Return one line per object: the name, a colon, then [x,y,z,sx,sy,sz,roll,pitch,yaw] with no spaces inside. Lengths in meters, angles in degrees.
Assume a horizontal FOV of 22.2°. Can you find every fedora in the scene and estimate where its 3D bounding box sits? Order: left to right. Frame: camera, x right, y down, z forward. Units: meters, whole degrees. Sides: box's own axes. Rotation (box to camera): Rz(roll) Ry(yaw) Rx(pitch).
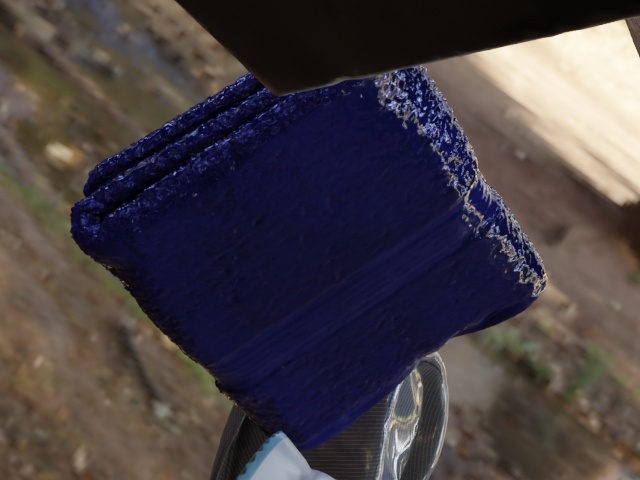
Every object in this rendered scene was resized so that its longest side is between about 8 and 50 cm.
fedora: [0.019,0.168,1.332,0.124,0.275,0.244,23,9,24]

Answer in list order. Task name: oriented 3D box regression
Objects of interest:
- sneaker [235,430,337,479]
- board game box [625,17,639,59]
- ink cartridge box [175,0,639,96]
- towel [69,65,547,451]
sneaker: [-0.030,0.160,0.518,0.092,0.087,0.228,36,44,0]
board game box: [0.261,-0.211,0.872,0.141,0.232,0.291,-107,170,-56]
ink cartridge box: [0.038,-0.129,0.362,0.176,0.069,0.371,43,-25,-23]
towel: [0.000,0.000,1.039,0.076,0.228,0.308,58,4,38]
